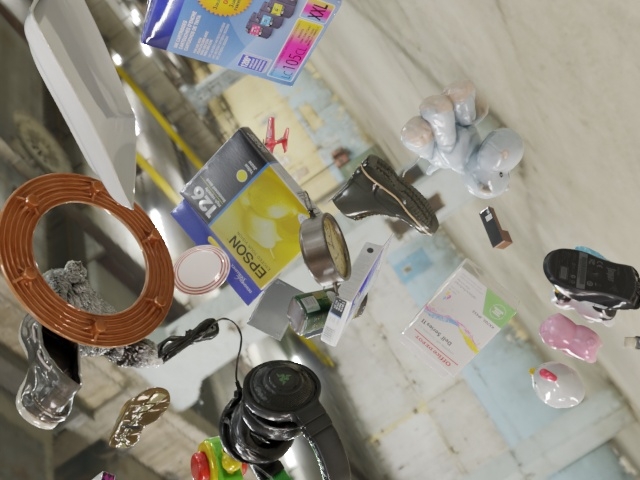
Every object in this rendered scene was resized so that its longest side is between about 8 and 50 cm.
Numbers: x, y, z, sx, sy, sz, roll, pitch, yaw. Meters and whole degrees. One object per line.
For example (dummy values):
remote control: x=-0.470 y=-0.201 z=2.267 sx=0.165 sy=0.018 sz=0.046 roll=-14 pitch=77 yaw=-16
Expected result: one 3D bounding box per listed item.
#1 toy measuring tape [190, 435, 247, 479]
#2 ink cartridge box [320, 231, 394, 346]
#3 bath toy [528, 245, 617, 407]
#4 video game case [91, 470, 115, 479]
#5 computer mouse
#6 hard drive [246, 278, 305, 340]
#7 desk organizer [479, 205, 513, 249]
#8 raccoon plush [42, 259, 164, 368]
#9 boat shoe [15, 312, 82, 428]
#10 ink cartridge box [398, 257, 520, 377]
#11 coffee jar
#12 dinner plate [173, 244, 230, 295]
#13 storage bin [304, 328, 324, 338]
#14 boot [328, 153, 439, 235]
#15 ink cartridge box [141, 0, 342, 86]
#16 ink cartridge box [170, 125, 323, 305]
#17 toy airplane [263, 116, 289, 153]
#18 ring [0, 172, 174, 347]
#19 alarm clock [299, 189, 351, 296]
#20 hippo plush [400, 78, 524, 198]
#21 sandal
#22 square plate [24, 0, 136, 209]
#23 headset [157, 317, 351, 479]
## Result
toy measuring tape: x=-0.239 y=0.500 z=1.594 sx=0.121 sy=0.121 sz=0.330 roll=57 pitch=144 yaw=13
ink cartridge box: x=0.078 y=0.100 z=1.580 sx=0.045 sy=0.208 sz=0.206 roll=29 pitch=146 yaw=10
bath toy: x=0.551 y=0.193 z=1.614 sx=0.151 sy=0.348 sz=0.129 roll=12 pitch=162 yaw=47
video game case: x=-0.567 y=0.686 z=1.701 sx=0.042 sy=0.210 sz=0.232 roll=33 pitch=-147 yaw=-27
computer mouse: x=0.526 y=0.116 z=1.319 sx=0.060 sy=0.262 sz=0.184 roll=94 pitch=-172 yaw=-54
hard drive: x=-0.109 y=0.166 z=1.804 sx=0.094 sy=0.135 sz=0.022 roll=30 pitch=174 yaw=-17
desk organizer: x=0.546 y=-0.039 z=2.277 sx=0.050 sy=0.047 sz=0.130 roll=10 pitch=-127 yaw=-38
raccoon plush: x=-0.606 y=0.201 z=2.049 sx=0.447 sy=0.299 sz=0.216 roll=12 pitch=-121 yaw=-27
boat shoe: x=-0.461 y=0.197 z=1.285 sx=0.112 sy=0.095 sz=0.335 roll=41 pitch=-174 yaw=-30
ink cartridge box: x=0.392 y=0.253 z=2.170 sx=0.207 sy=0.353 sz=0.119 roll=40 pitch=-157 yaw=6
coffee jar: x=0.020 y=0.154 z=1.709 sx=0.079 sy=0.184 sz=0.096 roll=56 pitch=145 yaw=33
dinner plate: x=-0.278 y=0.067 z=1.694 sx=0.141 sy=0.141 sz=0.017 roll=51 pitch=-179 yaw=-40
storage bin: x=-0.006 y=0.205 z=1.956 sx=0.098 sy=0.135 sz=0.091 roll=-8 pitch=-103 yaw=-52
boot: x=0.126 y=-0.060 z=1.454 sx=0.198 sy=0.137 sz=0.077 roll=47 pitch=-146 yaw=0
ink cartridge box: x=-0.188 y=-0.488 z=1.449 sx=0.396 sy=0.270 sz=0.151 roll=13 pitch=-124 yaw=-20
ink cartridge box: x=-0.177 y=-0.047 z=1.675 sx=0.303 sy=0.307 sz=0.072 roll=49 pitch=-159 yaw=7
toy airplane: x=-0.121 y=-0.264 z=1.958 sx=0.028 sy=0.151 sz=0.151 roll=9 pitch=-148 yaw=-28
ring: x=-0.391 y=0.025 z=1.272 sx=0.337 sy=0.032 sz=0.336 roll=31 pitch=-137 yaw=-34
alarm clock: x=0.000 y=0.000 z=1.324 sx=0.129 sy=0.064 sz=0.192 roll=-53 pitch=-54 yaw=-70
hippo plush: x=0.333 y=-0.202 z=1.713 sx=0.234 sy=0.294 sz=0.236 roll=-7 pitch=-134 yaw=-46
sandal: x=-0.355 y=0.335 z=1.413 sx=0.072 sy=0.180 sz=0.049 roll=21 pitch=-148 yaw=-31
square plate: x=-0.392 y=-0.269 z=1.215 sx=0.344 sy=0.049 sz=0.347 roll=-107 pitch=-1 yaw=-52
headset: x=-0.112 y=0.303 z=1.241 sx=0.394 sy=0.185 sz=0.243 roll=55 pitch=141 yaw=19
